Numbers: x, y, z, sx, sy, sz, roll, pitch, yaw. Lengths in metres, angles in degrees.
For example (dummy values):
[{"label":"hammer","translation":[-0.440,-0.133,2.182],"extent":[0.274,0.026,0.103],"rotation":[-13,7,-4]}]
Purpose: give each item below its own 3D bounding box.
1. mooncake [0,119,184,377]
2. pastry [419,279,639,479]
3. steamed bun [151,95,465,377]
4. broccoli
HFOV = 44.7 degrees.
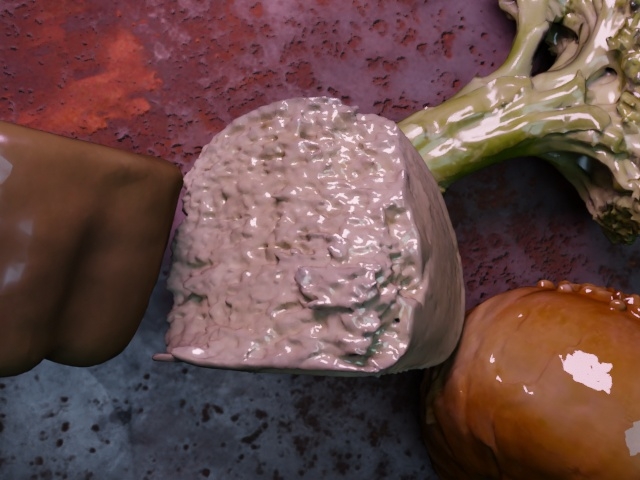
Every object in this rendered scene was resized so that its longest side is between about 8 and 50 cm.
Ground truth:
[{"label":"mooncake","translation":[-0.322,-0.019,0.719],"extent":[0.378,0.378,0.200],"rotation":[14,93,-10]},{"label":"pastry","translation":[0.295,0.219,0.831],"extent":[0.245,0.409,0.409],"rotation":[-42,98,-25]},{"label":"steamed bun","translation":[0.000,0.000,0.796],"extent":[0.290,0.273,0.272],"rotation":[5,86,34]},{"label":"broccoli","translation":[0.262,-0.113,0.890],"extent":[0.397,0.275,0.353],"rotation":[-44,54,-13]}]
